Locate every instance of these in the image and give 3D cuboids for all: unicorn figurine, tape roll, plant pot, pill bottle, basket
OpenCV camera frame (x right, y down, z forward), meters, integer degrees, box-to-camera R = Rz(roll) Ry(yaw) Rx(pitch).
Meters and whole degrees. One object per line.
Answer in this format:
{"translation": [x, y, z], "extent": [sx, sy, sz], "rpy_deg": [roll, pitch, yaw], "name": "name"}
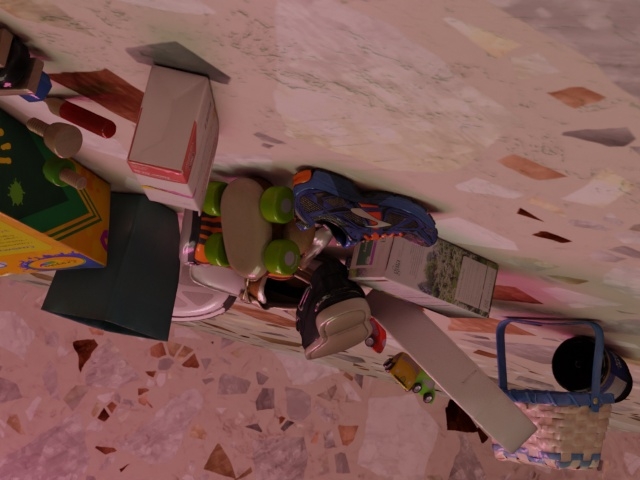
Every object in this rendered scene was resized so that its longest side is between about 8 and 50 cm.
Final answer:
{"translation": [0.000, 0.000, 1.419], "extent": [0.060, 0.111, 0.162], "rpy_deg": [50, 179, -15], "name": "unicorn figurine"}
{"translation": [0.230, 0.224, 1.610], "extent": [0.392, 0.072, 0.392], "rpy_deg": [45, -179, -1], "name": "tape roll"}
{"translation": [-0.354, 0.041, 1.591], "extent": [0.165, 0.234, 0.165], "rpy_deg": [4, 164, 31], "name": "plant pot"}
{"translation": [0.600, 0.291, 1.938], "extent": [0.122, 0.123, 0.219], "rpy_deg": [3, 164, 38], "name": "pill bottle"}
{"translation": [0.450, 0.303, 1.779], "extent": [0.201, 0.289, 0.254], "rpy_deg": [2, 177, -35], "name": "basket"}

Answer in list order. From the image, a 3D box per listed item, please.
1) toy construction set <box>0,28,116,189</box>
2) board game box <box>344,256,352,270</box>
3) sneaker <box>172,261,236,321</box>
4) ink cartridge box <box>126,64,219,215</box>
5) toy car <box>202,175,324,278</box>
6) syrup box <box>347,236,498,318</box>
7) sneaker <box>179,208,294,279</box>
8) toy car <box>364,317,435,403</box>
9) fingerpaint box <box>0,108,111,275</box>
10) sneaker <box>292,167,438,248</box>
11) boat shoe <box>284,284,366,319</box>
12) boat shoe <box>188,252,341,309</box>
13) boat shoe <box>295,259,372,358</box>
{"translation": [-0.435, -0.150, 1.040], "extent": [0.237, 0.258, 0.308], "rpy_deg": [26, -160, 35], "name": "toy construction set"}
{"translation": [0.098, 0.055, 1.673], "extent": [0.090, 0.020, 0.090], "rpy_deg": [10, 167, 15], "name": "board game box"}
{"translation": [-0.401, 0.048, 1.814], "extent": [0.447, 0.169, 0.257], "rpy_deg": [12, 169, 18], "name": "sneaker"}
{"translation": [-0.166, -0.107, 1.035], "extent": [0.067, 0.115, 0.198], "rpy_deg": [12, 167, 1], "name": "ink cartridge box"}
{"translation": [-0.058, -0.030, 1.327], "extent": [0.155, 0.149, 0.188], "rpy_deg": [7, -165, 40], "name": "toy car"}
{"translation": [0.166, 0.050, 1.419], "extent": [0.236, 0.093, 0.096], "rpy_deg": [22, 165, -32], "name": "syrup box"}
{"translation": [-0.125, -0.006, 1.472], "extent": [0.180, 0.125, 0.321], "rpy_deg": [8, 177, 4], "name": "sneaker"}
{"translation": [0.167, 0.246, 1.757], "extent": [0.225, 0.053, 0.239], "rpy_deg": [44, -177, -36], "name": "toy car"}
{"translation": [-0.619, -0.059, 1.403], "extent": [0.444, 0.163, 0.371], "rpy_deg": [-6, 162, 15], "name": "fingerpaint box"}
{"translation": [0.058, -0.025, 1.224], "extent": [0.221, 0.087, 0.083], "rpy_deg": [17, 167, -13], "name": "sneaker"}
{"translation": [0.024, 0.144, 1.884], "extent": [0.130, 0.132, 0.355], "rpy_deg": [9, 167, 20], "name": "boat shoe"}
{"translation": [-0.108, 0.067, 1.663], "extent": [0.302, 0.113, 0.103], "rpy_deg": [3, -153, 8], "name": "boat shoe"}
{"translation": [0.014, 0.121, 1.532], "extent": [0.127, 0.113, 0.340], "rpy_deg": [-20, 163, -4], "name": "boat shoe"}
